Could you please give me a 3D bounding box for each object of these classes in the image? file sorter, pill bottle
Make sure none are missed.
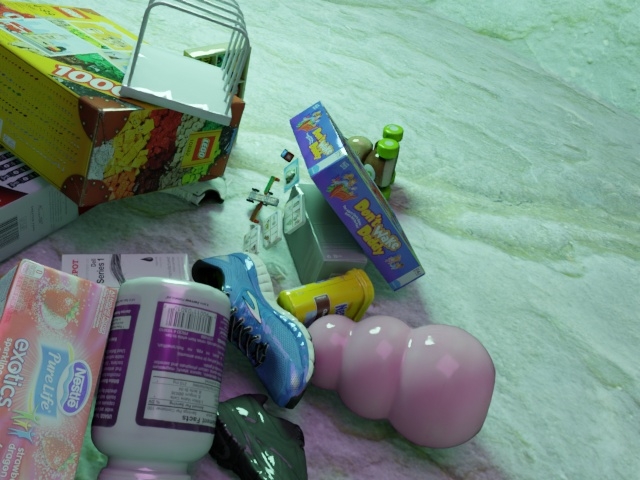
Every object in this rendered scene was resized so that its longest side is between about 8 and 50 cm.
[{"bbox_3d":[-0.244,-0.367,1.159,0.193,0.173,0.277,14,28,-19],"label":"file sorter"},{"bbox_3d":[-0.228,0.216,0.884,0.170,0.169,0.301,9,70,-10],"label":"pill bottle"}]

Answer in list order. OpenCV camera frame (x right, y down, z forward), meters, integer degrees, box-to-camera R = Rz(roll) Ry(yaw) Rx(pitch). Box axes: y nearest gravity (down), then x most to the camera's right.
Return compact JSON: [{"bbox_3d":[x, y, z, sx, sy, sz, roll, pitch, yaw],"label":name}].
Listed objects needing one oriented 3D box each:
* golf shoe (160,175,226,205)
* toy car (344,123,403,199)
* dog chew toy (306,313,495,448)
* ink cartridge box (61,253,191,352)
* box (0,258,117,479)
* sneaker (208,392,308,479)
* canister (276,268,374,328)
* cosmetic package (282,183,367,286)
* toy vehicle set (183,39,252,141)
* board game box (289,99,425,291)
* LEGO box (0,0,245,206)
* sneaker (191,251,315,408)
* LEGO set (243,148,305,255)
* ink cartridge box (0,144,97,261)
[{"bbox_3d":[-0.291,-0.116,1.369,0.176,0.069,0.086,-2,51,-20],"label":"golf shoe"},{"bbox_3d":[0.098,-0.208,1.552,0.189,0.155,0.148,13,40,9],"label":"toy car"},{"bbox_3d":[0.117,0.218,1.053,0.332,0.206,0.206,17,40,10],"label":"dog chew toy"},{"bbox_3d":[-0.339,0.107,1.084,0.220,0.092,0.160,0,44,-20],"label":"ink cartridge box"},{"bbox_3d":[-0.394,0.198,0.825,0.142,0.154,0.299,25,54,-34],"label":"box"},{"bbox_3d":[-0.062,0.337,0.927,0.130,0.109,0.286,-13,52,-39],"label":"sneaker"},{"bbox_3d":[0.000,0.124,1.159,0.170,0.126,0.073,-13,58,-30],"label":"canister"},{"bbox_3d":[0.000,0.000,1.298,0.107,0.127,0.237,2,45,-21],"label":"cosmetic package"},{"bbox_3d":[-0.255,-0.333,1.465,0.166,0.266,0.035,-26,57,-38],"label":"toy vehicle set"},{"bbox_3d":[0.076,-0.087,1.264,0.078,0.347,0.233,-31,38,10],"label":"board game box"},{"bbox_3d":[-0.472,-0.298,1.260,0.500,0.193,0.373,34,29,20],"label":"LEGO box"},{"bbox_3d":[-0.130,0.149,1.047,0.147,0.129,0.330,3,37,-42],"label":"sneaker"},{"bbox_3d":[-0.090,-0.079,1.322,0.060,0.183,0.244,30,40,-35],"label":"LEGO set"},{"bbox_3d":[-0.635,-0.134,1.217,0.310,0.130,0.272,31,41,15],"label":"ink cartridge box"}]
